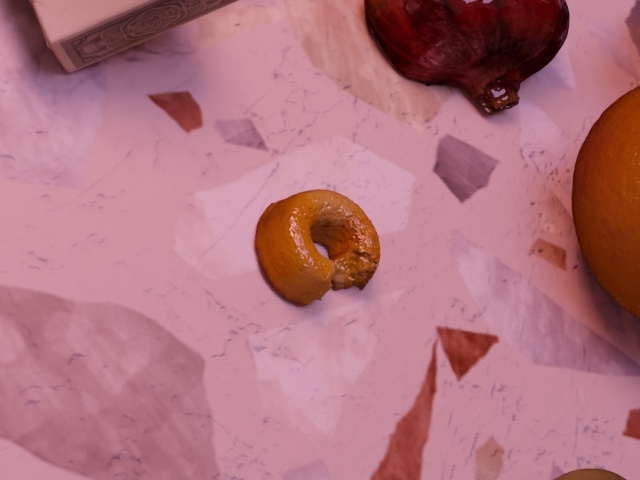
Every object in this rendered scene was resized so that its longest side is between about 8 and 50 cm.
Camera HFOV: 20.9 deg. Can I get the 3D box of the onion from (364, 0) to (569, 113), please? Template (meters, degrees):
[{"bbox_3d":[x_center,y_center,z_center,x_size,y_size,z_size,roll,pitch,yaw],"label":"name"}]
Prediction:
[{"bbox_3d":[0.150,-0.201,1.567,0.206,0.098,0.151,-9,67,-36],"label":"onion"}]

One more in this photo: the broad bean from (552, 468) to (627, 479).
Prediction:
[{"bbox_3d":[0.172,0.302,1.293,0.189,0.121,0.263,38,65,-14],"label":"broad bean"}]

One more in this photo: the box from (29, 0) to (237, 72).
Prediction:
[{"bbox_3d":[-0.177,-0.282,1.375,0.164,0.069,0.256,-23,74,-1],"label":"box"}]

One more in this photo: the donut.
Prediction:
[{"bbox_3d":[0.000,0.000,1.394,0.108,0.043,0.097,-23,78,-43],"label":"donut"}]

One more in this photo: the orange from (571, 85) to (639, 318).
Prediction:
[{"bbox_3d":[0.327,-0.028,1.499,0.236,0.236,0.236,15,56,-24],"label":"orange"}]
